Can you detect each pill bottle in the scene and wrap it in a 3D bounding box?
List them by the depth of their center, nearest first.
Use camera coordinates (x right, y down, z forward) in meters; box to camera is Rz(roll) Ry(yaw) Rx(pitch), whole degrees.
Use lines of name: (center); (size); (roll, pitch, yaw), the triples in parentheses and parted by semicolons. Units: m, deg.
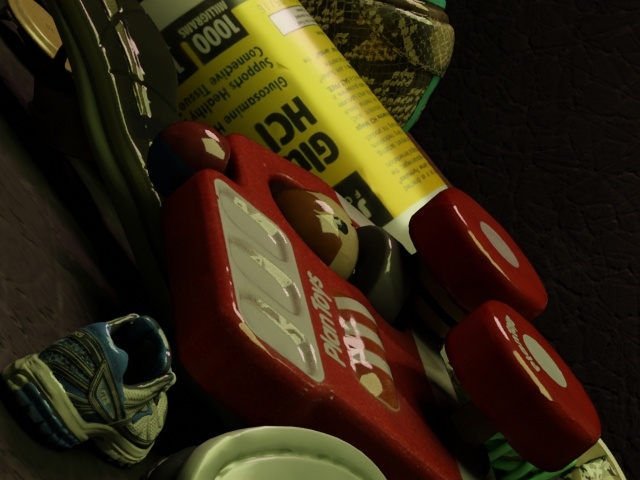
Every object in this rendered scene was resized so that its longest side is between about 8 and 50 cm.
pill bottle: (-0.020, -0.034, 1.228); (0.334, 0.188, 0.188); (51, 5, 4)

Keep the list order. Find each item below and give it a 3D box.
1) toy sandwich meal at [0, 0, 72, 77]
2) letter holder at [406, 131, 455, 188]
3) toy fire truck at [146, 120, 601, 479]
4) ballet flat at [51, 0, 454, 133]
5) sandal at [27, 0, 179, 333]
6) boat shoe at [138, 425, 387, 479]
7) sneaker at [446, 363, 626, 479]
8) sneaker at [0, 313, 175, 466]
toy sandwich meal: (-0.215, -0.151, 1.257); (0.085, 0.029, 0.085); (49, 10, -12)
letter holder: (0.000, 0.000, 1.541); (0.152, 0.214, 0.302); (13, -22, 40)
toy fire truck: (0.006, 0.041, 0.958); (0.254, 0.169, 0.302); (42, 18, -29)
ballet flat: (-0.117, -0.200, 1.409); (0.483, 0.182, 0.164); (27, 9, 24)
sandal: (-0.143, -0.071, 1.065); (0.120, 0.086, 0.303); (29, 39, -61)
boat shoe: (0.001, 0.157, 0.662); (0.302, 0.091, 0.114); (47, 50, -47)
sneaker: (0.138, 0.139, 1.358); (0.410, 0.158, 0.182); (60, 1, 7)
sneaker: (-0.085, 0.062, 0.723); (0.052, 0.058, 0.135); (52, 5, 12)
